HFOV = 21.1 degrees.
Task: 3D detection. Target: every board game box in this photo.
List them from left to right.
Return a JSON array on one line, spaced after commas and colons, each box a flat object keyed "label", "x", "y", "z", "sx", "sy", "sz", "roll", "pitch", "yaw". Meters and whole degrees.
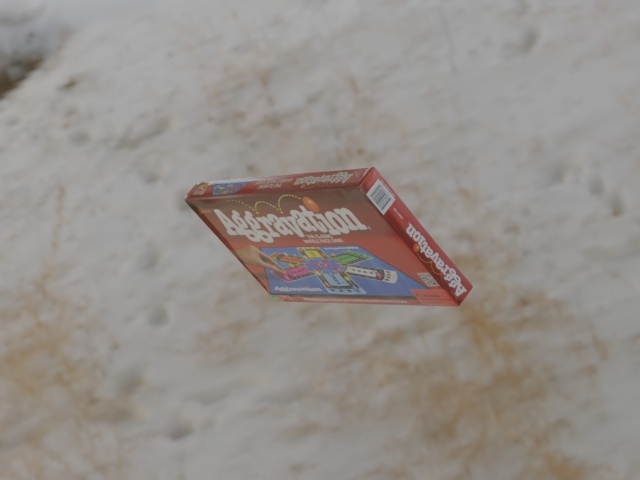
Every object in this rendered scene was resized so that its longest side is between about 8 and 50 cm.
[{"label": "board game box", "x": 0.000, "y": 0.000, "z": 1.525, "sx": 0.027, "sy": 0.145, "sz": 0.281, "roll": -51, "pitch": 25, "yaw": -24}]
